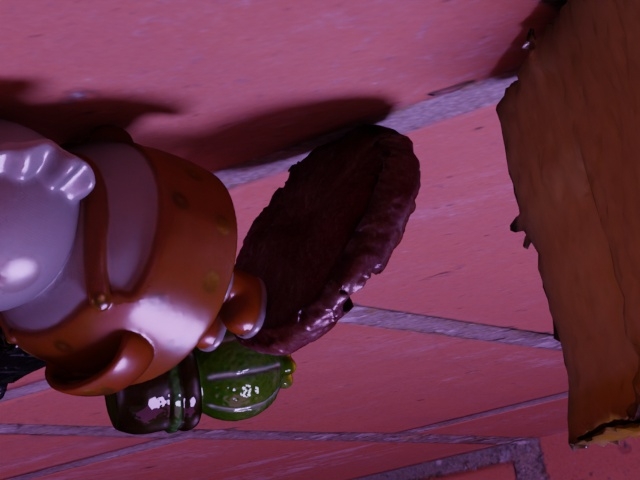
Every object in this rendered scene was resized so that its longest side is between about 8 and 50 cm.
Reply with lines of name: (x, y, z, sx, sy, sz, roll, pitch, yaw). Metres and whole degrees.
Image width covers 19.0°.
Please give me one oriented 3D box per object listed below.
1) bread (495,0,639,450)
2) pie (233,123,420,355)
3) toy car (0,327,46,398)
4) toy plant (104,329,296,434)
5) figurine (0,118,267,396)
bread: (0.153, -0.020, 0.888, 0.279, 0.248, 0.315, -20, 160, 34)
pie: (0.000, 0.000, 1.100, 0.036, 0.154, 0.154, 35, 146, -24)
toy car: (-0.232, 0.070, 1.393, 0.216, 0.063, 0.103, -26, 161, 34)
toy plant: (-0.102, 0.115, 1.644, 0.162, 0.093, 0.093, -10, 168, -15)
figurine: (-0.142, -0.009, 1.000, 0.143, 0.143, 0.271, -21, 131, 42)
